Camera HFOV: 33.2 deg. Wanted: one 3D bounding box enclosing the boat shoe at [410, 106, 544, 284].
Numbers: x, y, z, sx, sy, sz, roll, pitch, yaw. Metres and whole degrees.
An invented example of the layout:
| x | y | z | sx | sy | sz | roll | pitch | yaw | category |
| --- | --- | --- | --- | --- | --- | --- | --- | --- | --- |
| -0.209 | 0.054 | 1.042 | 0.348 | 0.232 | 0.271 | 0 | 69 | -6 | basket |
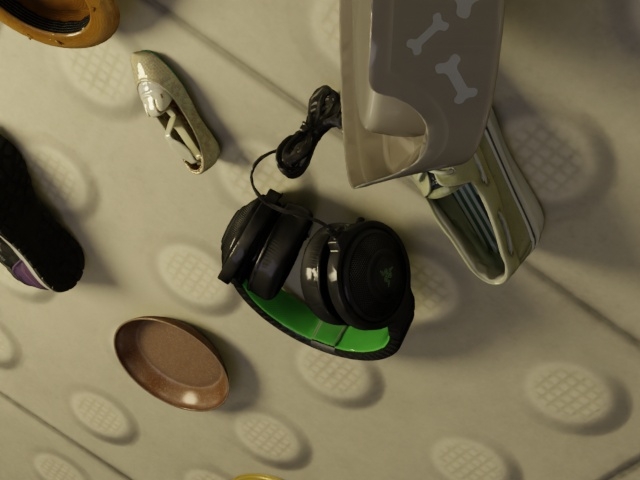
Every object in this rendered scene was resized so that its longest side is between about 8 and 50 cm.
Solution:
| x | y | z | sx | sy | sz | roll | pitch | yaw | category |
| --- | --- | --- | --- | --- | --- | --- | --- | --- | --- |
| 0.143 | -0.084 | 1.143 | 0.109 | 0.094 | 0.302 | -21 | 117 | 41 | boat shoe |

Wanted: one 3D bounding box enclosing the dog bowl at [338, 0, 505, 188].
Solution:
| x | y | z | sx | sy | sz | roll | pitch | yaw | category |
| --- | --- | --- | --- | --- | --- | --- | --- | --- | --- |
| 0.075 | -0.216 | 0.896 | 0.102 | 0.349 | 0.349 | -1 | 134 | -3 | dog bowl |

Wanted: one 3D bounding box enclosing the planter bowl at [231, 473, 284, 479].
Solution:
| x | y | z | sx | sy | sz | roll | pitch | yaw | category |
| --- | --- | --- | --- | --- | --- | --- | --- | --- | --- |
| -0.081 | 0.500 | 1.818 | 0.217 | 0.090 | 0.217 | 15 | 135 | 16 | planter bowl |

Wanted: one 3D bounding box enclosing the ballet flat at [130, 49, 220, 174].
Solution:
| x | y | z | sx | sy | sz | roll | pitch | yaw | category |
| --- | --- | --- | --- | --- | --- | --- | --- | --- | --- |
| -0.178 | -0.152 | 1.292 | 0.057 | 0.052 | 0.168 | -17 | 119 | 39 | ballet flat |

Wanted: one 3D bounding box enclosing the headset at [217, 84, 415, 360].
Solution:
| x | y | z | sx | sy | sz | roll | pitch | yaw | category |
| --- | --- | --- | --- | --- | --- | --- | --- | --- | --- |
| 0.000 | 0.000 | 1.305 | 0.243 | 0.185 | 0.394 | 17 | 151 | 20 | headset |

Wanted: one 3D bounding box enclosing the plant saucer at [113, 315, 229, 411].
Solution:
| x | y | z | sx | sy | sz | roll | pitch | yaw | category |
| --- | --- | --- | --- | --- | --- | --- | --- | --- | --- |
| -0.221 | 0.181 | 1.639 | 0.198 | 0.036 | 0.198 | 16 | 136 | 16 | plant saucer |

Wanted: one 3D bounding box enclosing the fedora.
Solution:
| x | y | z | sx | sy | sz | roll | pitch | yaw | category |
| --- | --- | --- | --- | --- | --- | --- | --- | --- | --- |
| -0.307 | -0.300 | 1.198 | 0.194 | 0.079 | 0.194 | 12 | 149 | 7 | fedora |

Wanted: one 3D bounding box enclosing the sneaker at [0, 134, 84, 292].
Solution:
| x | y | z | sx | sy | sz | roll | pitch | yaw | category |
| --- | --- | --- | --- | --- | --- | --- | --- | --- | --- |
| -0.463 | -0.036 | 1.528 | 0.124 | 0.107 | 0.283 | 1 | 130 | 37 | sneaker |
